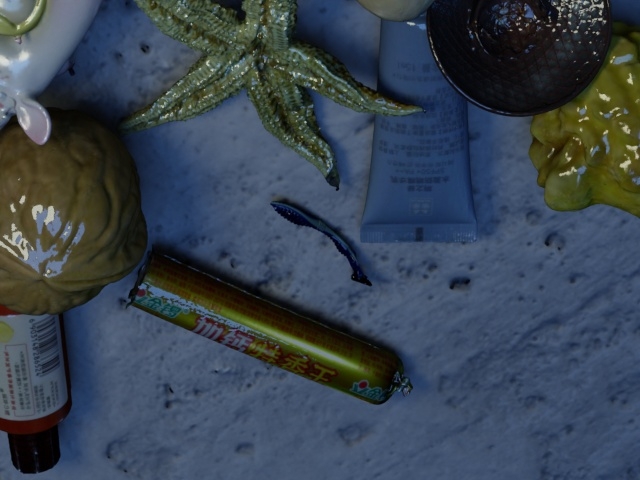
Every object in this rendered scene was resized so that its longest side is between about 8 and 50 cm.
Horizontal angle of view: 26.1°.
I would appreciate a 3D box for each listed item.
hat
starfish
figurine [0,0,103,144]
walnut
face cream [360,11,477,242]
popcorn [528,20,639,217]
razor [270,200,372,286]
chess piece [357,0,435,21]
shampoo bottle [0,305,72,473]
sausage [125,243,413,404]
[{"bbox_3d":[0.196,-0.221,1.421,0.193,0.082,0.193,0,90,-7],"label":"hat"},{"bbox_3d":[-0.056,-0.190,1.434,0.347,0.078,0.358,19,144,-10],"label":"starfish"},{"bbox_3d":[-0.356,-0.230,1.381,0.284,0.206,0.316,11,109,-7],"label":"figurine"},{"bbox_3d":[-0.291,-0.029,1.471,0.228,0.228,0.228,-1,120,-2],"label":"walnut"},{"bbox_3d":[0.109,-0.160,1.496,0.135,0.086,0.385,0,122,2],"label":"face cream"},{"bbox_3d":[0.315,-0.111,1.467,0.203,0.200,0.226,-33,116,4],"label":"popcorn"},{"bbox_3d":[0.003,-0.003,1.613,0.154,0.044,0.028,41,81,-19],"label":"razor"},{"bbox_3d":[0.012,-0.316,1.330,0.261,0.143,0.143,36,113,-2],"label":"chess piece"},{"bbox_3d":[-0.352,0.155,1.641,0.104,0.104,0.278,-1,120,-2],"label":"shampoo bottle"},{"bbox_3d":[-0.052,0.115,1.651,0.371,0.082,0.082,24,116,-16],"label":"sausage"}]
